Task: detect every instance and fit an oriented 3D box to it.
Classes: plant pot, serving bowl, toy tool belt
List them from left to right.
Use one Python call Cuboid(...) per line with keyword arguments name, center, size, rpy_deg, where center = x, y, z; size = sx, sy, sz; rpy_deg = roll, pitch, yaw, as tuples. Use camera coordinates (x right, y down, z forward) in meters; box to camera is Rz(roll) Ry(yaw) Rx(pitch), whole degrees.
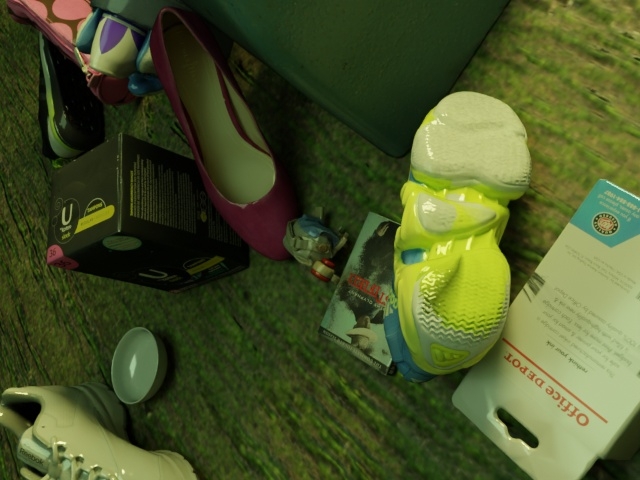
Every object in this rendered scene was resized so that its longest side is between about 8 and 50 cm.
Cuboid(name="serving bowl", center=(-0.194, 0.138, 0.789), size=(0.083, 0.027, 0.083), rpy_deg=(-14, 68, 37))
Cuboid(name="plant pot", center=(-0.009, -0.261, 0.596), size=(0.248, 0.252, 0.247), rpy_deg=(44, 106, 39))
Cuboid(name="toy tool belt", center=(0.000, 0.000, 0.643), size=(0.051, 0.052, 0.083), rpy_deg=(-57, 29, 5))

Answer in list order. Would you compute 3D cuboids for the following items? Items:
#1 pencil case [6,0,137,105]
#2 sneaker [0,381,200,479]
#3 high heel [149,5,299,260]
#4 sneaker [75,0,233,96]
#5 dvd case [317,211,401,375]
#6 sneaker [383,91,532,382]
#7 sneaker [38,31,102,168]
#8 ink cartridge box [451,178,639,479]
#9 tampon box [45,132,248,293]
Cuboid(name="pencil case", center=(-0.315, -0.264, 0.919), size=(0.209, 0.098, 0.095), rpy_deg=(41, 131, 17))
Cuboid(name="sneaker", center=(-0.231, 0.236, 0.724), size=(0.297, 0.129, 0.110), rpy_deg=(22, 90, 41))
Cuboid(name="high heel", center=(-0.085, -0.094, 0.659), size=(0.082, 0.117, 0.243), rpy_deg=(-20, 87, 0))
Cuboid(name="sneaker", center=(-0.156, -0.274, 0.698), size=(0.130, 0.322, 0.236), rpy_deg=(22, 71, 3))
Cuboid(name="dvd case", center=(0.052, 0.043, 0.613), size=(0.087, 0.013, 0.119), rpy_deg=(27, 96, 42))
Cuboid(name="sneaker", center=(0.089, -0.001, 0.539), size=(0.126, 0.091, 0.240), rpy_deg=(112, 179, -53))
Cuboid(name="sneaker", center=(-0.371, -0.211, 1.009), size=(0.097, 0.084, 0.234), rpy_deg=(-30, 59, 34))
Cuboid(name="ink cartridge box", center=(0.179, 0.065, 0.463), size=(0.104, 0.060, 0.180), rpy_deg=(42, 105, 40))
Cuboid(name="tampon box", center=(-0.171, -0.020, 0.725), size=(0.121, 0.161, 0.101), rpy_deg=(-20, 65, 36))
